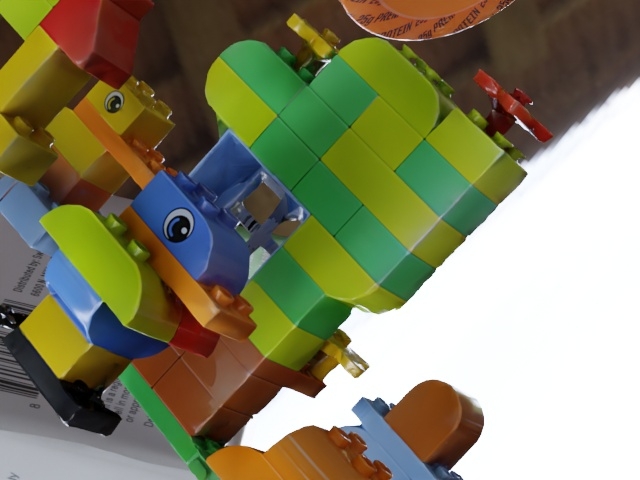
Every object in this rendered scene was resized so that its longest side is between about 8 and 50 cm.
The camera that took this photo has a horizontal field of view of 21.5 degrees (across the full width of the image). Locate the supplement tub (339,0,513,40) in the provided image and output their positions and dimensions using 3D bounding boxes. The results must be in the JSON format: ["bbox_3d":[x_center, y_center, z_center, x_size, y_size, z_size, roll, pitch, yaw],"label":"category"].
[{"bbox_3d":[0.017,-0.177,0.670,0.117,0.190,0.117,-16,-36,-12],"label":"supplement tub"}]

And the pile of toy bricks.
[{"bbox_3d":[0.000,0.000,0.362,0.105,0.212,0.118,-47,-28,7],"label":"pile of toy bricks"}]

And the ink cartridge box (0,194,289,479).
[{"bbox_3d":[-0.171,0.057,0.701,0.211,0.289,0.122,-75,-2,-64],"label":"ink cartridge box"}]
